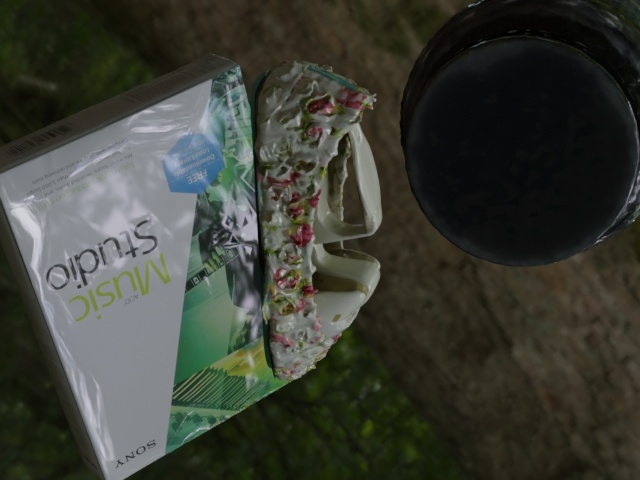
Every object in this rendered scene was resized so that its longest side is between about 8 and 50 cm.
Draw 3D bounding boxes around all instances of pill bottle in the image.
[{"bbox_3d":[0.106,-0.062,0.597,0.123,0.123,0.219,-40,-178,21],"label":"pill bottle"}]

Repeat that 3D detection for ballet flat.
[{"bbox_3d":[0.000,0.000,0.801,0.091,0.077,0.241,-61,155,-49],"label":"ballet flat"}]

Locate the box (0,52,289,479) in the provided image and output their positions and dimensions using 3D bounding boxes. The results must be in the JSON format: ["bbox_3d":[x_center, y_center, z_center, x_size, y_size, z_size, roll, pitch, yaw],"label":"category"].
[{"bbox_3d":[-0.140,0.029,1.097,0.232,0.322,0.058,-29,-146,-24],"label":"box"}]
